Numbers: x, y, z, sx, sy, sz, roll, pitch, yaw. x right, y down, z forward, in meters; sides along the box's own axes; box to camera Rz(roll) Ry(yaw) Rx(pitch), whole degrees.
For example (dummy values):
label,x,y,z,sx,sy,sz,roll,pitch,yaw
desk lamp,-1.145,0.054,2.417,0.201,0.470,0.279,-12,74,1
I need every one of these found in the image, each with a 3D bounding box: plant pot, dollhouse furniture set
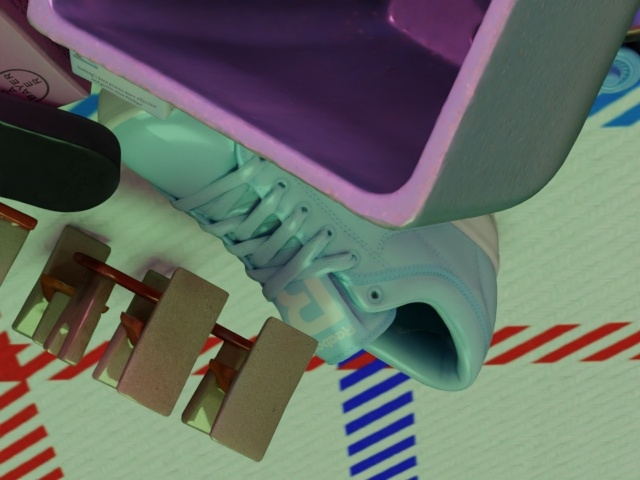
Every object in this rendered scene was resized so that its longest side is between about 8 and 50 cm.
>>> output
label,x,y,z,sx,sy,sz,roll,pitch,yaw
plant pot,0.056,-0.159,0.976,0.252,0.247,0.248,5,113,-59
dollhouse furniture set,-0.147,0.025,1.349,0.259,0.135,0.262,29,174,-24

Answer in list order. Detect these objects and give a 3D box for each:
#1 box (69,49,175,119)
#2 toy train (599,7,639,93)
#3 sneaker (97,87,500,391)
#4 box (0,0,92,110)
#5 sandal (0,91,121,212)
label,x,y,z,sx,sy,sz,roll,pitch,yaw
box,-0.082,-0.164,1.101,0.072,0.126,0.137,29,146,20
toy train,0.126,-0.139,1.204,0.184,0.080,0.105,-8,140,12
sneaker,0.000,0.000,1.346,0.366,0.150,0.135,26,138,-33
box,-0.291,-0.152,1.146,0.243,0.117,0.213,-15,144,23
sandal,-0.239,-0.060,1.128,0.254,0.054,0.097,12,145,-18
